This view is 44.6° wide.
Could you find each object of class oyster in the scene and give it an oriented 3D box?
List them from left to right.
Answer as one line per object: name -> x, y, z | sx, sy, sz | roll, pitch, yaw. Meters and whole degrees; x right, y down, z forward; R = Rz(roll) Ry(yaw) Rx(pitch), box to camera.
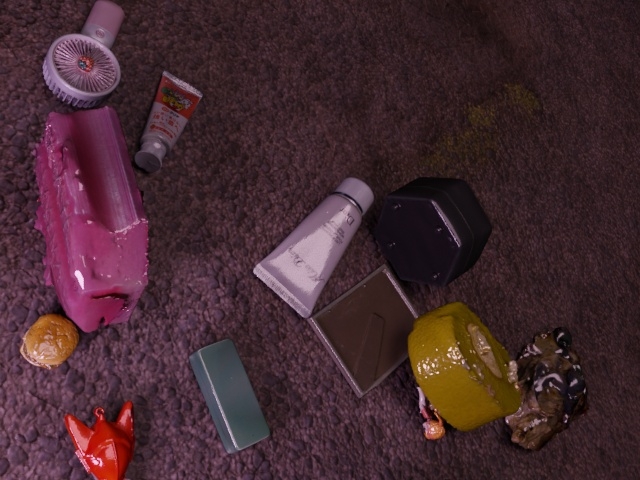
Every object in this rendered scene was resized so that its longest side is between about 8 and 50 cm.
oyster -> 0.518, 0.331, 1.780 | 0.361, 0.096, 0.221 | -18, 73, -43

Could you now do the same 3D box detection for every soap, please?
soap -> -0.360, -0.026, 1.214 | 0.127, 0.220, 0.324 | -3, 63, -30

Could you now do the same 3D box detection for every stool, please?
stool -> 0.236, -0.019, 1.660 | 0.141, 0.232, 0.232 | -31, 88, -40

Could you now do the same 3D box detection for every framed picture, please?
framed picture -> 0.108, 0.177, 1.593 | 0.260, 0.023, 0.189 | -33, 89, -42

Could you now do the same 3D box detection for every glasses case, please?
glasses case -> -0.156, 0.266, 1.341 | 0.078, 0.039, 0.184 | -16, 79, -40

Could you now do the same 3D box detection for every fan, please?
fan -> -0.420, -0.351, 1.429 | 0.130, 0.074, 0.244 | 26, 54, -23

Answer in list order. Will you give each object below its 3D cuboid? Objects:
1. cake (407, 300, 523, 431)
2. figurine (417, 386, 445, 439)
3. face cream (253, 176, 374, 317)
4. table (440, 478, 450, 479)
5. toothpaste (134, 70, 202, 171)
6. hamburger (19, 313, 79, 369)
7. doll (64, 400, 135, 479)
cake -> 0.288, 0.257, 1.568 | 0.260, 0.156, 0.179 | 44, 29, -23
figurine -> 0.221, 0.348, 1.580 | 0.064, 0.047, 0.109 | 23, 46, -54
face cream -> 0.000, 0.000, 1.573 | 0.143, 0.089, 0.314 | 43, 60, -11
table -> 0.126, 0.523, 1.338 | 0.193, 0.169, 0.172 | -6, 72, -37
toothpaste -> -0.293, -0.228, 1.483 | 0.089, 0.057, 0.234 | 30, 45, -20
hamburger -> -0.416, 0.155, 1.201 | 0.076, 0.044, 0.083 | 33, 49, -20
doll -> -0.317, 0.334, 1.175 | 0.109, 0.057, 0.169 | -5, 70, -40
